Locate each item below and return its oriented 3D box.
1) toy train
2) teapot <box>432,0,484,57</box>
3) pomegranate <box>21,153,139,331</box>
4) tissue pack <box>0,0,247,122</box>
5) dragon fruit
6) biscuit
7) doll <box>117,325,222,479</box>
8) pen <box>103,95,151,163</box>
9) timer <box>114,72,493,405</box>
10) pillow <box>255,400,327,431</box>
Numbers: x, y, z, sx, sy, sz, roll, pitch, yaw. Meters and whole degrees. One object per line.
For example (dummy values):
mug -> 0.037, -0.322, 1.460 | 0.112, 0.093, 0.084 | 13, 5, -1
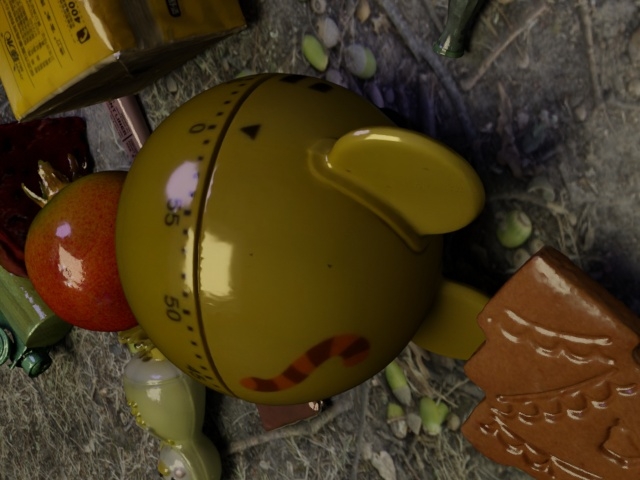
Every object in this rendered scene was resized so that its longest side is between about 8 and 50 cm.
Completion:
toy train -> -0.519, 0.079, 1.945 | 0.189, 0.126, 0.307 | -46, 67, 12
teapot -> 0.139, -0.227, 1.136 | 0.043, 0.042, 0.111 | 42, 137, 28
pomegranate -> -0.291, -0.003, 1.556 | 0.257, 0.221, 0.221 | 49, 137, 1
tissue pack -> -0.289, -0.369, 1.400 | 0.293, 0.228, 0.382 | -19, 90, 49
dragon fruit -> -0.515, -0.052, 1.781 | 0.329, 0.228, 0.286 | 12, 116, 43
biscuit -> 0.237, 0.142, 1.109 | 0.284, 0.043, 0.306 | 3, 125, 40
doll -> -0.209, 0.255, 1.654 | 0.141, 0.117, 0.296 | 6, 110, 49
pen -> -0.270, -0.177, 1.608 | 0.053, 0.032, 0.197 | -27, 86, 50
timer -> 0.000, 0.000, 1.184 | 0.386, 0.376, 0.376 | 4, 110, 23
pillow -> -0.079, 0.134, 1.519 | 0.126, 0.043, 0.232 | -35, 80, 48
